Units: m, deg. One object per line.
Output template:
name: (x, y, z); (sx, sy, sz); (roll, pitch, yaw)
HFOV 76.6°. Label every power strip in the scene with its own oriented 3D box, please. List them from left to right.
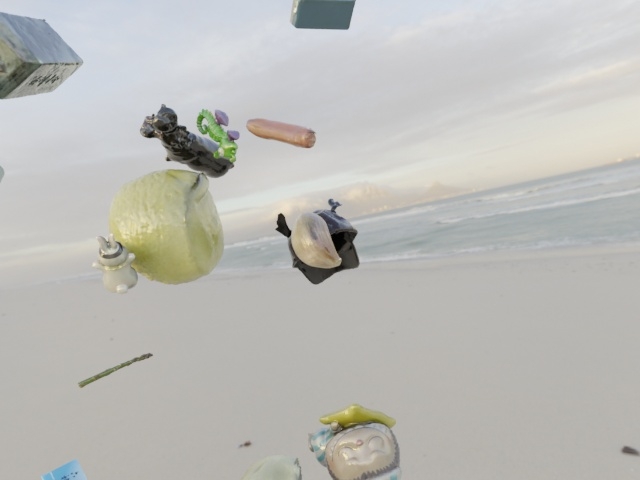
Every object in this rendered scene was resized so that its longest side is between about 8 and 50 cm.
power strip: (0.003, -0.427, 0.757); (0.123, 0.032, 0.056); (-14, -38, -27)

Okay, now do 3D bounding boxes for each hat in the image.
hat: (-0.004, -0.008, 1.358); (0.238, 0.209, 0.336); (-25, -31, 0)

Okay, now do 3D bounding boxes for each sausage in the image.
sausage: (-0.075, -0.205, 0.770); (0.043, 0.043, 0.186); (-14, 28, -42)

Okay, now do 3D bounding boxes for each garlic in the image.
garlic: (-0.017, -0.017, 1.103); (0.128, 0.198, 0.090); (8, -44, -32)

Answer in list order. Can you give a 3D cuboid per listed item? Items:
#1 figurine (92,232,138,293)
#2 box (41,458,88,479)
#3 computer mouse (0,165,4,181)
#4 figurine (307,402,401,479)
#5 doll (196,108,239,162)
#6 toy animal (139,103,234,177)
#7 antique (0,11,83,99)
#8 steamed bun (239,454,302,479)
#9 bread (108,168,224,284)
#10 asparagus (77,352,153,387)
figurine: (-0.465, 0.040, 0.897); (0.098, 0.146, 0.081); (21, 37, 40)
box: (-0.588, 0.665, 0.962); (0.142, 0.232, 0.083); (26, 29, 36)
computer mouse: (-0.839, -0.149, 1.019); (0.032, 0.110, 0.056); (-24, -32, 23)
figurine: (0.103, 0.787, 1.347); (0.266, 0.378, 0.361); (21, -47, -21)
doll: (-0.275, -0.282, 1.085); (0.050, 0.190, 0.115); (-14, -28, -50)
toy animal: (-0.397, -0.276, 1.185); (0.168, 0.106, 0.343); (6, -10, 24)
antique: (-0.462, -0.284, 0.627); (0.088, 0.086, 0.183); (-37, 25, 8)
steamed bun: (-0.163, 0.860, 1.354); (0.273, 0.272, 0.290); (23, 16, 7)
bread: (-0.400, -0.039, 1.092); (0.237, 0.320, 0.320); (-8, 3, 11)
asparagus: (-0.723, 0.455, 1.438); (0.248, 0.024, 0.025); (-22, -4, -25)
